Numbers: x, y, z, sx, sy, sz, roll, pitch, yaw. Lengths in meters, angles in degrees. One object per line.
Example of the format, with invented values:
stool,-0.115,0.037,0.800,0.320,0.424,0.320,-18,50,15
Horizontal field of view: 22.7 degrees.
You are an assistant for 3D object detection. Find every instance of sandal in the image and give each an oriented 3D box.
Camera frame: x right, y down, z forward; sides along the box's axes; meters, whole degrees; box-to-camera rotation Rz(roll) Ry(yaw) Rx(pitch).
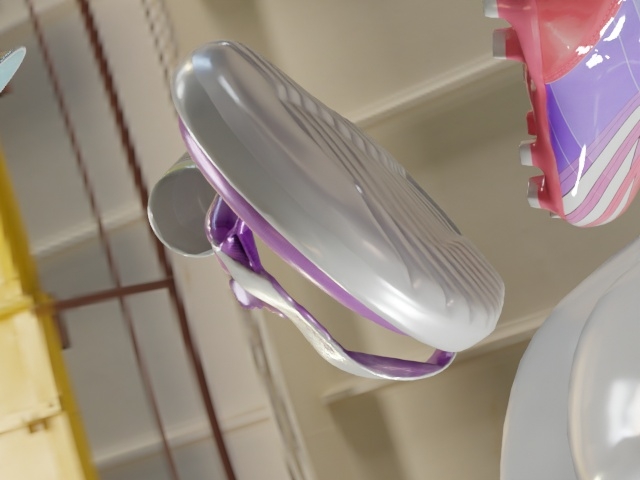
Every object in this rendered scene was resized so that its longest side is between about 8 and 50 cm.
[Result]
sandal,0.010,0.011,0.802,0.102,0.416,0.169,-44,-104,7

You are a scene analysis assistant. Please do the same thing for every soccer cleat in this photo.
soccer cleat,0.128,-0.070,0.671,0.095,0.248,0.083,-3,-114,15

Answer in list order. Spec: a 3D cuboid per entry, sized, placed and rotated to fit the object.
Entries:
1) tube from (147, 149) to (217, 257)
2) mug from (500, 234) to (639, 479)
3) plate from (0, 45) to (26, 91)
tube,-0.055,-0.054,1.121,0.062,0.240,0.070,-31,-79,20
mug,0.206,0.059,0.404,0.328,0.374,0.276,-12,-116,29
plate,-0.296,-0.084,1.225,0.024,0.188,0.188,42,-63,-6
